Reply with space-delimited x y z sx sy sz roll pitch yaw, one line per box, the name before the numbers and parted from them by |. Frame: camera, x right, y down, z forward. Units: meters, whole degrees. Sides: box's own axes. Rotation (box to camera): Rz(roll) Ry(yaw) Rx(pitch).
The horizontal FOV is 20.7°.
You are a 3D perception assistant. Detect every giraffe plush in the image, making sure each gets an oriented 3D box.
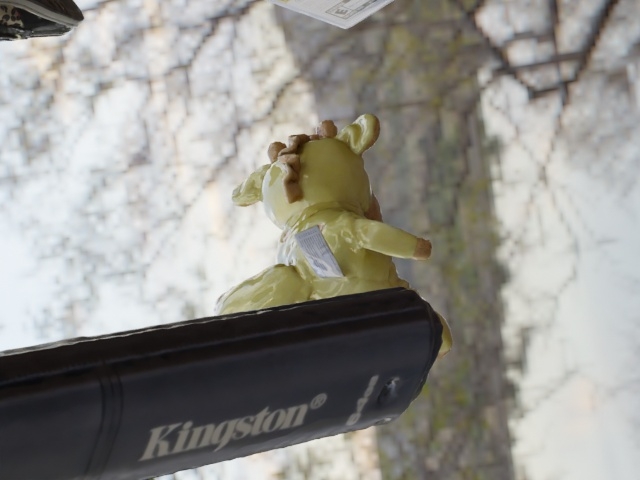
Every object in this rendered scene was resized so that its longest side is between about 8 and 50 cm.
giraffe plush | 0.000 0.000 1.357 0.210 0.181 0.170 86 176 -47

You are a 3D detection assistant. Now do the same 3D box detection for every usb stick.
usb stick | -0.057 0.069 0.769 0.045 0.278 0.077 39 123 38

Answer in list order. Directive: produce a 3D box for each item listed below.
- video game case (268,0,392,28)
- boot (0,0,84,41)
video game case | 0.015 -0.267 1.536 0.206 0.227 0.026 14 -117 -36
boot | -0.348 -0.188 1.657 0.085 0.178 0.236 50 -159 20
